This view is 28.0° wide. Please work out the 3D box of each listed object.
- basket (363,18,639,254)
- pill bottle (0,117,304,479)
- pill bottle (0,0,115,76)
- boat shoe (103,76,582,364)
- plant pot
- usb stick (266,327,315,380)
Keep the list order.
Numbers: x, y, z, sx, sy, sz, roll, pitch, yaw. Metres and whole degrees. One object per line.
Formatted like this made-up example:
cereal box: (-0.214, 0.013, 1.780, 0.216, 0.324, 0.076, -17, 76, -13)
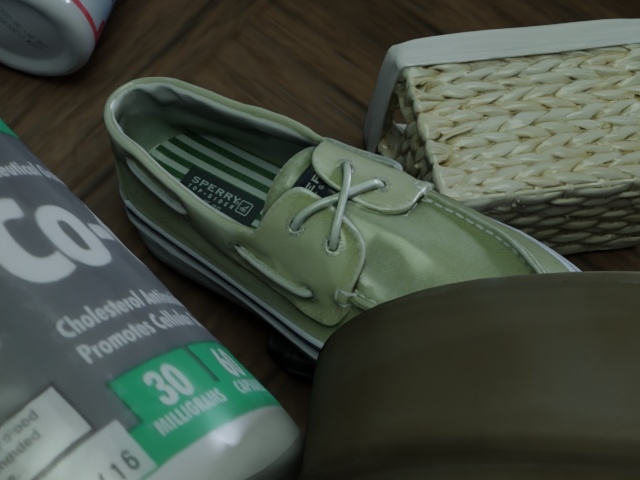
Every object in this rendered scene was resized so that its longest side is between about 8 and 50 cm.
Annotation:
basket: (0.119, -0.051, 0.737, 0.167, 0.113, 0.103, -6, 67, -10)
pill bottle: (-0.197, 0.039, 0.594, 0.204, 0.204, 0.361, -40, 74, -24)
pill bottle: (-0.156, -0.186, 0.785, 0.087, 0.087, 0.160, 17, 61, 2)
boat shoe: (0.000, 0.000, 0.642, 0.302, 0.094, 0.109, 21, 64, 32)
plant pot: (0.130, 0.204, 0.492, 0.323, 0.323, 0.280, 12, 67, -1)
usb stick: (0.110, 0.073, 0.707, 0.278, 0.045, 0.077, 16, 68, 1)
